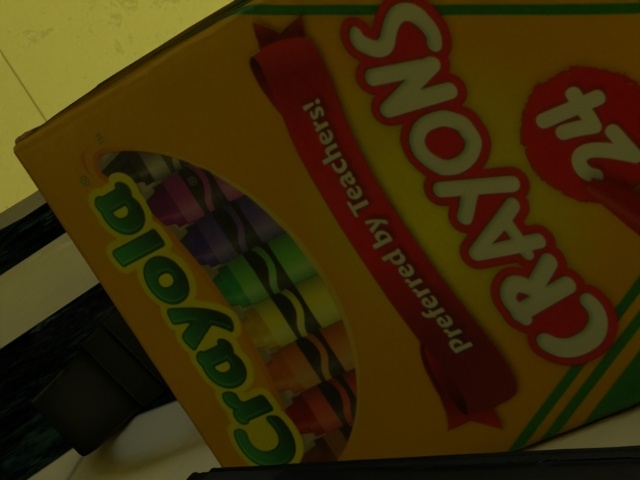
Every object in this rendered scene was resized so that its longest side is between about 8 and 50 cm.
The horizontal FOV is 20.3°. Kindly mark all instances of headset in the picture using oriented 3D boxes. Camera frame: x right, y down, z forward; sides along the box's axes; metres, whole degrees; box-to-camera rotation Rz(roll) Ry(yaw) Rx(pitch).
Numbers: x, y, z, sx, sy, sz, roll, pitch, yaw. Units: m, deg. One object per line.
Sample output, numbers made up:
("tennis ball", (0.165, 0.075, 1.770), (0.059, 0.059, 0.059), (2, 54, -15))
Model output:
("headset", (0.000, 0.000, 1.030), (0.394, 0.185, 0.243), (-44, 2, 27))

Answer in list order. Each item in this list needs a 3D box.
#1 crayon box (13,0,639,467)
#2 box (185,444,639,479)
("crayon box", (0.023, -0.009, 0.703), (0.318, 0.202, 0.081), (-27, 11, 33))
("box", (-0.046, 0.165, 0.457), (0.295, 0.073, 0.293), (-39, 11, -30))
